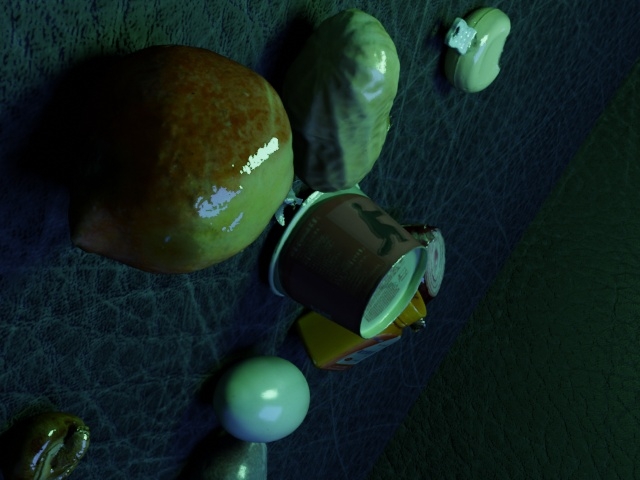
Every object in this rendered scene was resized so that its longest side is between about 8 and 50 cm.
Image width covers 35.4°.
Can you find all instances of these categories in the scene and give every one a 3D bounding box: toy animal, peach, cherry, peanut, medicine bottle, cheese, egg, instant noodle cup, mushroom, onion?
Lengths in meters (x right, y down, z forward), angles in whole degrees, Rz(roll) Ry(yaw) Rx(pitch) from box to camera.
[{"bbox_3d":[-0.048,-0.060,1.534,0.084,0.028,0.050,-63,168,13],"label":"toy animal"},{"bbox_3d":[-0.154,-0.068,1.011,0.256,0.232,0.232,-34,151,-29],"label":"peach"},{"bbox_3d":[-0.168,0.437,1.851,0.176,0.140,0.176,11,90,-82],"label":"cherry"},{"bbox_3d":[0.022,-0.177,1.365,0.152,0.152,0.313,-47,164,-26],"label":"peanut"},{"bbox_3d":[0.082,0.153,1.907,0.222,0.112,0.149,-31,160,16],"label":"medicine bottle"},{"bbox_3d":[0.261,-0.330,1.784,0.249,0.070,0.163,-29,145,-53],"label":"cheese"},{"bbox_3d":[-0.105,0.274,1.731,0.209,0.151,0.151,10,112,-60],"label":"egg"},{"bbox_3d":[0.052,0.039,1.633,0.235,0.178,0.235,-42,154,-27],"label":"instant noodle cup"},{"bbox_3d":[-0.344,0.272,1.261,0.127,0.087,0.127,-47,154,-31],"label":"mushroom"},{"bbox_3d":[0.175,0.074,2.018,0.195,0.139,0.218,8,84,-79],"label":"onion"}]

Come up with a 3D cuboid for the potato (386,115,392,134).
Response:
[{"bbox_3d":[0.061,-0.160,1.577,0.091,0.070,0.138,-10,131,-62],"label":"potato"}]
